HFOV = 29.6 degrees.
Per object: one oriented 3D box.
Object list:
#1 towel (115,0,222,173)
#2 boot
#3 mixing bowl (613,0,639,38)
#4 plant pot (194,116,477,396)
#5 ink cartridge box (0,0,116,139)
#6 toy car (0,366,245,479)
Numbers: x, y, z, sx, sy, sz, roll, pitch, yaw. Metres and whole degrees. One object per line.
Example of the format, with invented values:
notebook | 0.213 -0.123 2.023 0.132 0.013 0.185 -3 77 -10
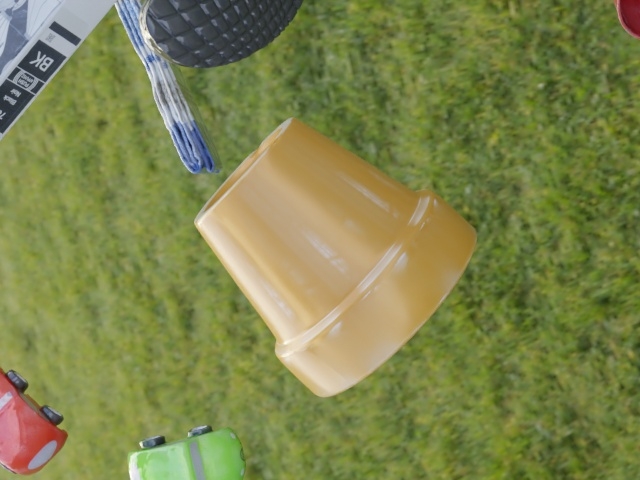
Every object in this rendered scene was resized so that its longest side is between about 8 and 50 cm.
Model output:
towel | -0.188 -0.205 1.411 0.209 0.034 0.285 -102 -13 -86
boot | -0.111 -0.285 1.328 0.223 0.338 0.118 2 125 48
mixing bowl | 0.297 -0.265 0.997 0.098 0.181 0.181 61 144 33
plant pot | 0.000 0.000 1.065 0.188 0.205 0.205 44 143 -9
ink cartridge box | -0.347 -0.158 1.122 0.165 0.065 0.332 42 96 25
toy car | -0.173 0.201 0.994 0.053 0.225 0.239 139 118 -85
